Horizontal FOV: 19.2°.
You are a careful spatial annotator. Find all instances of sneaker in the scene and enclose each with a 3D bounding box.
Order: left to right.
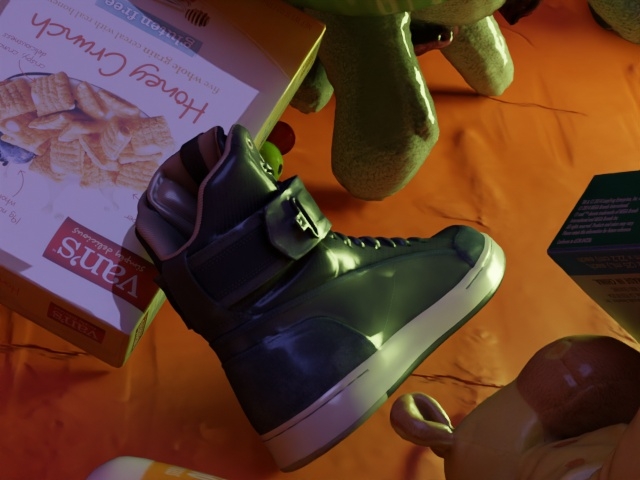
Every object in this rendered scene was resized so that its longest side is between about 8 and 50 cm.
[{"bbox_3d":[0.001,-0.001,0.993,0.163,0.086,0.226,53,36,-1],"label":"sneaker"}]

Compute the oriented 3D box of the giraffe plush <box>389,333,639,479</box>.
[{"bbox_3d":[0.129,0.115,0.867,0.210,0.181,0.170,-32,29,-5],"label":"giraffe plush"}]

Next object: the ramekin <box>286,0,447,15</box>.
[{"bbox_3d":[0.024,-0.277,1.111,0.303,0.303,0.148,16,-6,8],"label":"ramekin"}]

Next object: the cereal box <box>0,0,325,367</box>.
[{"bbox_3d":[-0.124,-0.067,1.040,0.173,0.047,0.240,28,57,2],"label":"cereal box"}]

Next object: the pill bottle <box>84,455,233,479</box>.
[{"bbox_3d":[0.035,0.183,0.671,0.278,0.162,0.162,13,29,3],"label":"pill bottle"}]

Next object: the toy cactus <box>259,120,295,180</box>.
[{"bbox_3d":[-0.128,-0.049,1.101,0.219,0.112,0.180,18,38,-6],"label":"toy cactus"}]

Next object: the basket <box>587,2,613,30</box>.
[{"bbox_3d":[0.340,-0.232,1.536,0.227,0.154,0.204,0,30,-13],"label":"basket"}]

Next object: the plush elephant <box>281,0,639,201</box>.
[{"bbox_3d":[0.069,-0.194,1.301,0.330,0.272,0.255,55,1,9],"label":"plush elephant"}]

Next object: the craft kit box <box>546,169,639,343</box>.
[{"bbox_3d":[0.262,0.058,0.831,0.061,0.246,0.250,-54,23,-21],"label":"craft kit box"}]
